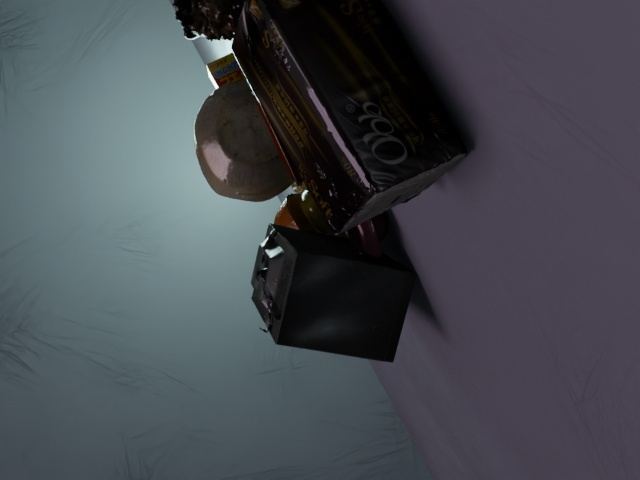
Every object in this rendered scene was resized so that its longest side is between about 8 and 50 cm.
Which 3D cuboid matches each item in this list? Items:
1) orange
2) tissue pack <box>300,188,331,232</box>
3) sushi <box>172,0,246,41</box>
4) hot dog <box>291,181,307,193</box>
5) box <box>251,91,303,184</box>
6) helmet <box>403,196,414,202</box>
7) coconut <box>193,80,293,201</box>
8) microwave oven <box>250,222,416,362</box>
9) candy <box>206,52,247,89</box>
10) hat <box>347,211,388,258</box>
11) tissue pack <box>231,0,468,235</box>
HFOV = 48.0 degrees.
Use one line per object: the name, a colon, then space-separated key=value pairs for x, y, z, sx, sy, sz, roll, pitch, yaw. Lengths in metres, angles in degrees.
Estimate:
orange: x=-0.001 y=0.004 z=2.243 sx=0.274 sy=0.310 sz=0.274 roll=-167 pitch=90 yaw=-85
tissue pack: x=0.009 y=-0.105 z=2.108 sx=0.127 sy=0.123 sz=0.178 roll=58 pitch=178 yaw=-16
sushi: x=-0.241 y=-0.601 z=1.778 sx=0.238 sy=0.219 sz=0.225 roll=-30 pitch=-51 yaw=-71
hot dog: x=-0.073 y=-0.199 z=2.595 sx=0.078 sy=0.061 sz=0.169 roll=58 pitch=173 yaw=17
box: x=-0.043 y=-0.274 z=1.710 sx=0.239 sy=0.153 sz=0.074 roll=65 pitch=177 yaw=-26
helmet: x=0.145 y=-0.128 z=1.232 sx=0.098 sy=0.070 sz=0.123 roll=9 pitch=113 yaw=46
coconut: x=-0.211 y=-0.288 z=2.145 sx=0.346 sy=0.346 sz=0.360 roll=61 pitch=167 yaw=5
microwave oven: x=0.006 y=0.123 z=1.903 sx=0.432 sy=0.375 sz=0.236 roll=-144 pitch=65 yaw=-73
candy: x=-0.265 y=-0.504 z=2.462 sx=0.276 sy=0.146 sz=0.088 roll=61 pitch=172 yaw=13
hat: x=0.110 y=-0.054 z=1.733 sx=0.205 sy=0.089 sz=0.205 roll=157 pitch=90 yaw=-82
tissue pack: x=0.040 y=-0.215 z=1.090 sx=0.370 sy=0.198 sz=0.210 roll=60 pitch=155 yaw=8
